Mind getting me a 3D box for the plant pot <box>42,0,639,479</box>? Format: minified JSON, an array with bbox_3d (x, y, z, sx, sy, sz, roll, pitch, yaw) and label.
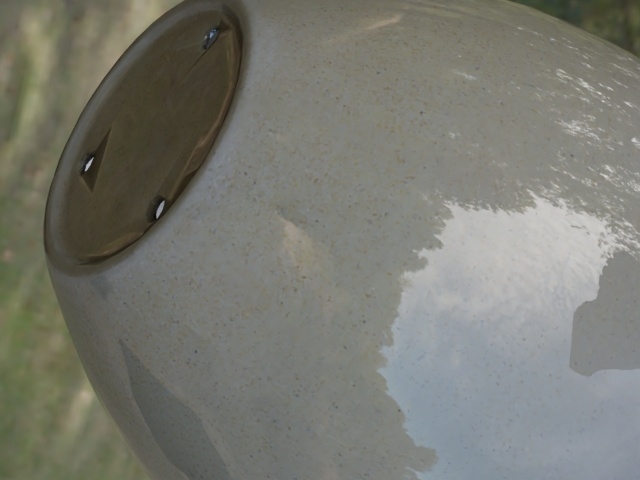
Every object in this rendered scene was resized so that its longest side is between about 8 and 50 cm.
[{"bbox_3d":[0.000,0.000,0.729,0.284,0.191,0.284,-34,-142,33],"label":"plant pot"}]
